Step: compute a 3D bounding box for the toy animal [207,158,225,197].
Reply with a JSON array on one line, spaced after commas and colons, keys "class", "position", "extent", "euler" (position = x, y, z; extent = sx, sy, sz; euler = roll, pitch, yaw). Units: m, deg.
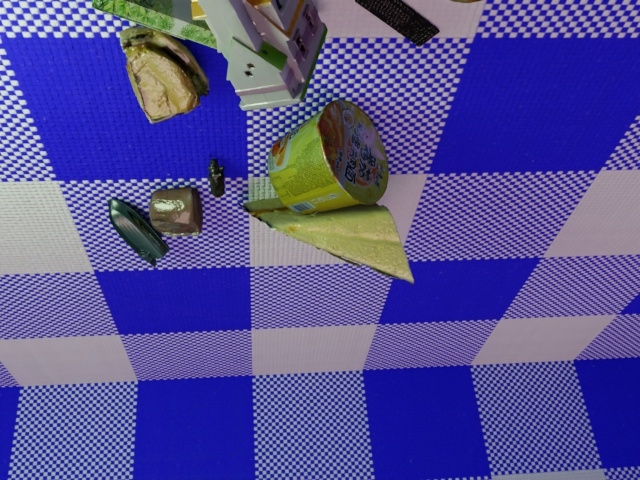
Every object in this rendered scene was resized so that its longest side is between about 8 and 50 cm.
[{"class": "toy animal", "position": [-0.274, -0.167, 1.897], "extent": [0.047, 0.065, 0.135], "euler": [-2, 148, -7]}]

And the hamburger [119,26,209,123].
[{"class": "hamburger", "position": [-0.335, -0.372, 1.517], "extent": [0.155, 0.135, 0.207], "euler": [-23, 133, -1]}]

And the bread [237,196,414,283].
[{"class": "bread", "position": [0.000, 0.000, 1.932], "extent": [0.405, 0.345, 0.242], "euler": [-12, 104, -2]}]

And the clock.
[{"class": "clock", "position": [-0.127, -0.434, 1.327], "extent": [0.166, 0.235, 0.309], "euler": [-2, 143, 25]}]

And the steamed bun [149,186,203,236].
[{"class": "steamed bun", "position": [-0.399, -0.071, 1.997], "extent": [0.145, 0.106, 0.175], "euler": [-6, 151, 0]}]

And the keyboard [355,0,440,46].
[{"class": "keyboard", "position": [0.163, -0.468, 1.509], "extent": [0.204, 0.013, 0.061], "euler": [23, 140, -38]}]

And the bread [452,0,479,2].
[{"class": "bread", "position": [0.310, -0.542, 1.260], "extent": [0.247, 0.176, 0.195], "euler": [-18, 161, -8]}]

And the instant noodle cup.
[{"class": "instant noodle cup", "position": [0.013, -0.184, 1.751], "extent": [0.200, 0.264, 0.264], "euler": [-20, 147, 38]}]

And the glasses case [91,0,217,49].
[{"class": "glasses case", "position": [-0.297, -0.447, 1.397], "extent": [0.272, 0.095, 0.062], "euler": [14, 149, -27]}]

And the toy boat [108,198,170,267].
[{"class": "toy boat", "position": [-0.526, -0.036, 2.068], "extent": [0.093, 0.103, 0.246], "euler": [-6, 138, 28]}]
